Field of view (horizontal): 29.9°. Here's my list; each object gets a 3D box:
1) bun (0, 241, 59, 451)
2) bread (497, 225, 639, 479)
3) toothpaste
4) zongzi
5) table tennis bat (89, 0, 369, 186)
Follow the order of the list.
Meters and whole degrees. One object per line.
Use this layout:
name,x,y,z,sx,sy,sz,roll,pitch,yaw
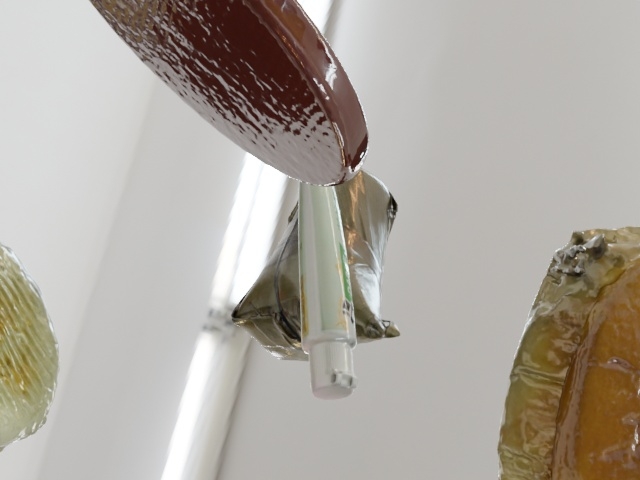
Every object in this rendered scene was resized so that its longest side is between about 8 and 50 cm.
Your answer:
bun,-0.384,0.116,1.254,0.153,0.244,0.244,-14,-126,32
bread,0.336,0.177,1.323,0.183,0.236,0.389,5,-99,59
toothpaste,0.000,0.000,1.152,0.058,0.056,0.315,-39,-133,47
zongzi,0.045,0.010,1.343,0.289,0.123,0.260,-17,-140,59
table tennis bat,-0.127,-0.186,0.812,0.051,0.414,0.268,-47,-178,-15
